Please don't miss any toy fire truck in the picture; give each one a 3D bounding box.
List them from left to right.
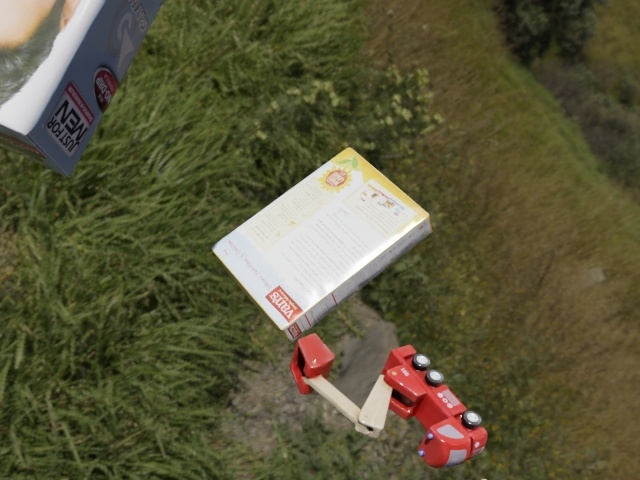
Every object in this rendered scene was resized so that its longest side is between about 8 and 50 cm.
[{"bbox_3d":[0.069,0.170,0.850,0.135,0.047,0.192,-13,46,-34],"label":"toy fire truck"}]

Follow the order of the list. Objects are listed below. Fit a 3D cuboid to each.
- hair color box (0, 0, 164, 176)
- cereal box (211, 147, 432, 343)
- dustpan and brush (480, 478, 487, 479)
[{"bbox_3d":[-0.218,-0.264,0.663,0.185,0.113,0.374,24,78,3],"label":"hair color box"},{"bbox_3d":[0.000,0.000,1.044,0.173,0.240,0.047,46,-13,34],"label":"cereal box"},{"bbox_3d":[0.212,0.366,0.935,0.060,0.147,0.211,78,5,-46],"label":"dustpan and brush"}]
